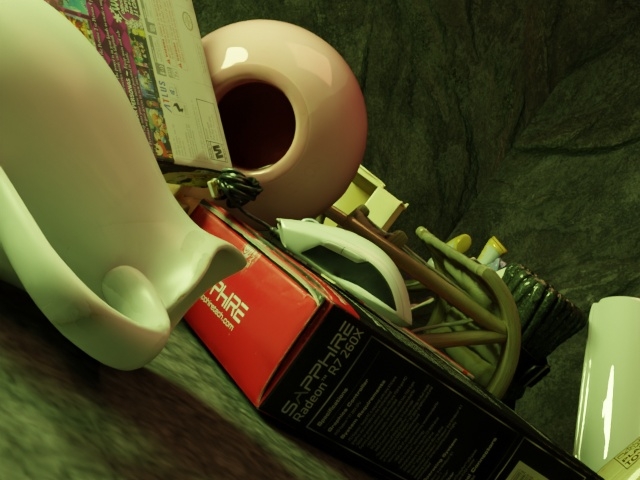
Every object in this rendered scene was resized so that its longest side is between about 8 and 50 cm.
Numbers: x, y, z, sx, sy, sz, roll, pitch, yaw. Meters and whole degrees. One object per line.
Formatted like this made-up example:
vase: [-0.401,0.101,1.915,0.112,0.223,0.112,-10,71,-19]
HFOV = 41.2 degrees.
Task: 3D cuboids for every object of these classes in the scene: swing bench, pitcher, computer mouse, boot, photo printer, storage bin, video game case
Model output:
swing bench: [0.098,0.060,1.069,0.255,0.165,0.253,15,8,-15]
pitcher: [-0.136,-0.030,0.395,0.207,0.125,0.178,47,0,-4]
computer mouse: [0.000,0.000,0.671,0.193,0.042,0.106,34,-2,6]
boot: [0.279,0.182,1.269,0.131,0.260,0.348,35,0,20]
photo printer: [0.427,0.269,1.192,0.107,0.307,0.256,1,-32,28]
storage bin: [0.026,0.008,1.536,0.123,0.262,0.260,38,-1,3]
video game case: [-0.168,-0.160,0.663,0.210,0.042,0.232,2,71,-59]

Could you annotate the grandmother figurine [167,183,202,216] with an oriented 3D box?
grandmother figurine: [-0.261,-0.106,0.762,0.342,0.104,0.208,37,-1,2]

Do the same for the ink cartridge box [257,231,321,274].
ink cartridge box: [-0.055,0.032,0.956,0.067,0.115,0.198,35,1,-18]

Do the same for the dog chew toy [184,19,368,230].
dog chew toy: [-0.050,-0.121,0.919,0.207,0.206,0.332,35,8,0]

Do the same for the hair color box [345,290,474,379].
hair color box: [0.072,0.135,0.904,0.167,0.093,0.053,35,0,-24]

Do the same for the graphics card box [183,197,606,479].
graphics card box: [0.055,0.121,0.714,0.371,0.094,0.233,34,0,-34]

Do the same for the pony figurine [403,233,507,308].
pony figurine: [0.253,0.161,1.735,0.303,0.363,0.351,44,12,-25]

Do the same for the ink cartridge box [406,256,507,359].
ink cartridge box: [0.191,0.120,1.360,0.261,0.296,0.066,36,39,-36]

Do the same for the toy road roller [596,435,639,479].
toy road roller: [0.368,0.284,0.719,0.240,0.202,0.329,49,1,-1]
